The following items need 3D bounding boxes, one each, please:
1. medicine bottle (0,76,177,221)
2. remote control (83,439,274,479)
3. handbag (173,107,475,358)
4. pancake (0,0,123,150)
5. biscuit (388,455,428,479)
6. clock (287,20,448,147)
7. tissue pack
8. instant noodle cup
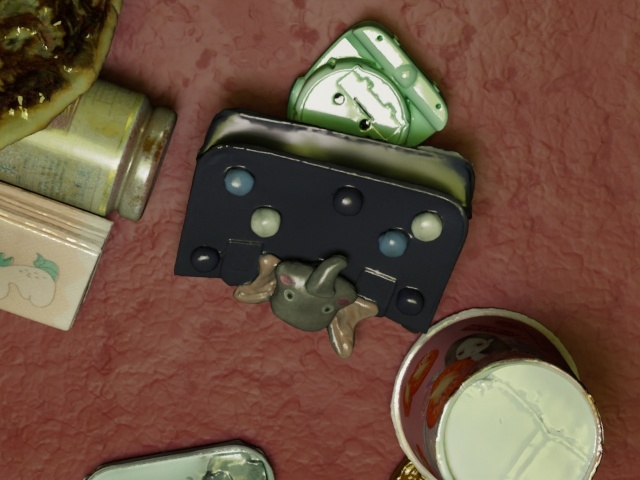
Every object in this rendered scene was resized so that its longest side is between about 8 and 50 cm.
[{"bbox_3d":[-0.338,-0.139,1.892,0.322,0.151,0.151,20,105,-5],"label":"medicine bottle"},{"bbox_3d":[-0.180,0.314,2.066,0.247,0.052,0.104,-9,106,3],"label":"remote control"},{"bbox_3d":[0.000,0.000,1.915,0.326,0.118,0.269,13,131,-2],"label":"handbag"},{"bbox_3d":[-0.390,-0.228,1.809,0.305,0.067,0.427,19,67,3],"label":"pancake"},{"bbox_3d":[0.179,0.346,2.078,0.212,0.036,0.212,0,104,0],"label":"biscuit"},{"bbox_3d":[0.035,-0.143,1.932,0.211,0.066,0.159,-41,100,12],"label":"clock"},{"bbox_3d":[-0.423,-0.009,1.935,0.325,0.071,0.170,20,137,-6],"label":"tissue pack"},{"bbox_3d":[0.215,0.215,1.923,0.243,0.231,0.243,0,96,-3],"label":"instant noodle cup"}]
